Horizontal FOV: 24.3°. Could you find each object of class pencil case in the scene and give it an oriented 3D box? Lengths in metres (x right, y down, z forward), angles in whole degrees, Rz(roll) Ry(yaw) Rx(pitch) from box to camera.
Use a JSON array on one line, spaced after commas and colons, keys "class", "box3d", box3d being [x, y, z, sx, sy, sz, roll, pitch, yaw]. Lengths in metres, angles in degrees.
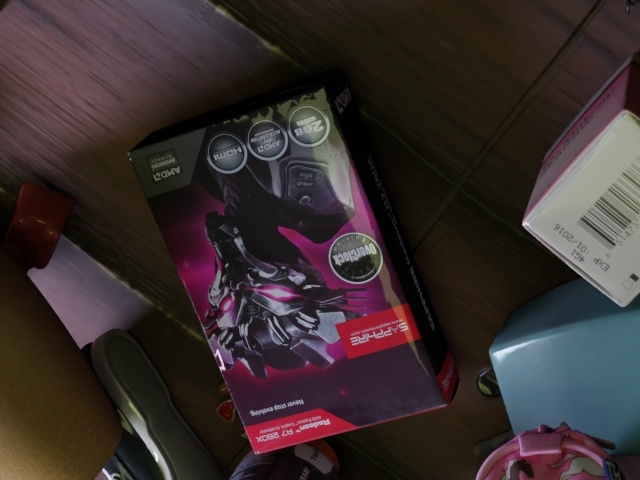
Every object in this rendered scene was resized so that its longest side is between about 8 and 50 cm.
[{"class": "pencil case", "box3d": [0.285, 0.311, 1.485, 0.167, 0.386, 0.160, -46, 53, 2]}]

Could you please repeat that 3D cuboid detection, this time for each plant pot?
[{"class": "plant pot", "box3d": [0.305, 0.121, 1.519, 0.234, 0.166, 0.165, -12, 106, 25]}, {"class": "plant pot", "box3d": [-0.340, 0.158, 1.569, 0.237, 0.237, 0.254, -36, 111, 22]}]

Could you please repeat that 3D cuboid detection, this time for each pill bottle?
[{"class": "pill bottle", "box3d": [-0.049, 0.301, 1.620, 0.130, 0.245, 0.130, 5, 112, 14]}]

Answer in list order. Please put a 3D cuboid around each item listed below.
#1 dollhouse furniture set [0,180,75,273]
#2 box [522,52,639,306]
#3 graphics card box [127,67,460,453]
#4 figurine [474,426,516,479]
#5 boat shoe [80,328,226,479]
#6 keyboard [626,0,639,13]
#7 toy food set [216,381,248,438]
[{"class": "dollhouse furniture set", "box3d": [-0.405, -0.115, 1.632, 0.201, 0.152, 0.374, -24, 120, 20]}, {"class": "box", "box3d": [0.294, -0.064, 1.411, 0.127, 0.232, 0.148, 38, 113, -2]}, {"class": "graphics card box", "box3d": [-0.023, 0.028, 1.568, 0.233, 0.094, 0.371, -16, 105, 19]}, {"class": "figurine", "box3d": [0.211, 0.328, 1.587, 0.092, 0.209, 0.215, -11, 107, 17]}, {"class": "boat shoe", "box3d": [-0.200, 0.272, 1.713, 0.113, 0.127, 0.340, -27, 100, 22]}, {"class": "keyboard", "box3d": [0.327, -0.293, 1.437, 0.100, 0.038, 0.192, -16, 105, -6]}, {"class": "toy food set", "box3d": [-0.084, 0.167, 1.705, 0.078, 0.019, 0.122, 29, 121, 2]}]
